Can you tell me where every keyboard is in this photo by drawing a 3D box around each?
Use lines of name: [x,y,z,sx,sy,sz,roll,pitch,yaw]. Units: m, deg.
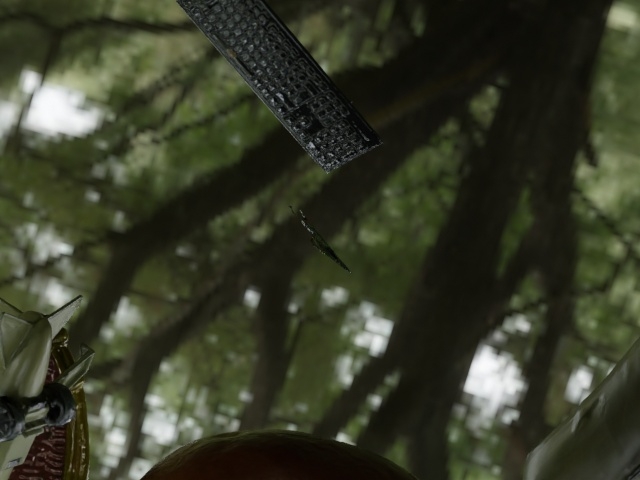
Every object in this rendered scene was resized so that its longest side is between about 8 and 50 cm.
keyboard: [-0.031,-0.136,1.518,0.198,0.063,0.010,48,-150,-24]

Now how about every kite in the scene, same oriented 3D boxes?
kite: [0.000,0.000,1.775,0.090,0.004,0.122,47,-174,-11]

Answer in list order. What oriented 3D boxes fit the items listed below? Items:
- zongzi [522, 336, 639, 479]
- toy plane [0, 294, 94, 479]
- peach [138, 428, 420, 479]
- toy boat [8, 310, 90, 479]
zongzi: [0.365,0.160,1.177,0.393,0.356,0.174,32,-140,-1]
toy plane: [-0.276,0.159,1.605,0.092,0.244,0.229,27,-161,23]
peach: [-0.031,0.265,1.357,0.281,0.238,0.281,-7,-144,5]
toy boat: [-0.281,0.220,1.707,0.141,0.318,0.099,10,-179,-1]
